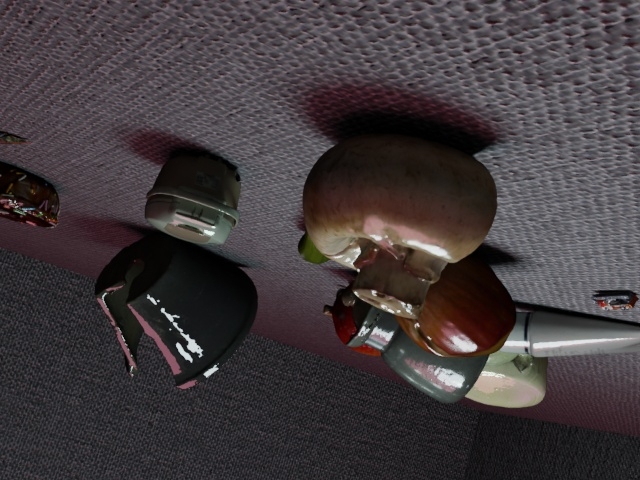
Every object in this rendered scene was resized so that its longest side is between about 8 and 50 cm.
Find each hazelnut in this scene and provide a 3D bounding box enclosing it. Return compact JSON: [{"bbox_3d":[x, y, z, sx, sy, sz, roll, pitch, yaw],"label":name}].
[{"bbox_3d":[0.204,0.104,1.552,0.180,0.181,0.212,3,164,-24],"label":"hazelnut"}]

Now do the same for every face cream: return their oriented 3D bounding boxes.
[{"bbox_3d":[0.492,0.183,1.790,0.314,0.089,0.143,3,163,20],"label":"face cream"}]

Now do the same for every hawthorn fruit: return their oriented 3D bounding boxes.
[{"bbox_3d":[0.101,0.154,2.000,0.188,0.169,0.169,19,168,3],"label":"hawthorn fruit"}]

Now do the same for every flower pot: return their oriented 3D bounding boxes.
[{"bbox_3d":[-0.362,0.133,2.240,0.379,0.379,0.251,5,143,43],"label":"flower pot"}]

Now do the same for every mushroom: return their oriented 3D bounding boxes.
[{"bbox_3d":[0.068,-0.026,1.116,0.188,0.195,0.253,23,164,-13],"label":"mushroom"}]

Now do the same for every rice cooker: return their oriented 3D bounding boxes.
[{"bbox_3d":[-0.197,-0.061,1.482,0.145,0.127,0.206,18,165,-14],"label":"rice cooker"}]

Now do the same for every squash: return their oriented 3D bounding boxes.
[{"bbox_3d":[0.000,0.000,1.629,0.069,0.069,0.258,17,169,-3],"label":"squash"}]

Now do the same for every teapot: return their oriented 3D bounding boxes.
[{"bbox_3d":[0.175,0.154,1.773,0.285,0.224,0.305,24,170,-2],"label":"teapot"}]

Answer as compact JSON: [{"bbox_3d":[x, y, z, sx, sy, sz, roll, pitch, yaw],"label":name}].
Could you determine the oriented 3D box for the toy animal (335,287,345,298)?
[{"bbox_3d":[0.090,0.138,2.198,0.108,0.062,0.220,33,172,10],"label":"toy animal"}]

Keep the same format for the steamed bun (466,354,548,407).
[{"bbox_3d":[0.394,0.270,2.131,0.238,0.170,0.153,13,149,4],"label":"steamed bun"}]

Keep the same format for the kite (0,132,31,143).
[{"bbox_3d":[-0.617,-0.198,1.686,0.232,0.009,0.189,16,167,-5],"label":"kite"}]

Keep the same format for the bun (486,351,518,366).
[{"bbox_3d":[0.330,0.201,1.997,0.195,0.118,0.195,19,170,3],"label":"bun"}]

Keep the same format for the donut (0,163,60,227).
[{"bbox_3d":[-0.657,-0.098,2.006,0.235,0.089,0.235,15,167,3],"label":"donut"}]

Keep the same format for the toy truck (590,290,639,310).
[{"bbox_3d":[0.476,0.097,1.541,0.032,0.024,0.083,44,158,-15],"label":"toy truck"}]
